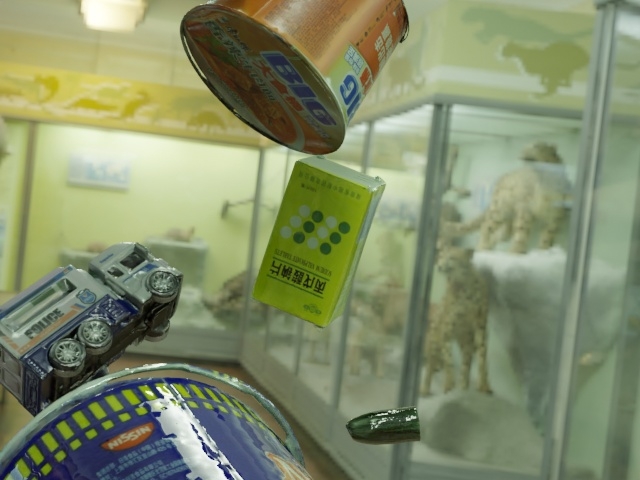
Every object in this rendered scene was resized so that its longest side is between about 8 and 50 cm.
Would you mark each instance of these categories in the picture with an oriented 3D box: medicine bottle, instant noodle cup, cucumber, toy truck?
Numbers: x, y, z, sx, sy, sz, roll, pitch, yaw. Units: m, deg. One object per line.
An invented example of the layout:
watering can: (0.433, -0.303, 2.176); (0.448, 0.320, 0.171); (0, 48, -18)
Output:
medicine bottle: (0.000, 0.000, 1.781); (0.137, 0.250, 0.141); (21, 12, 9)
instant noodle cup: (-0.023, -0.293, 1.588); (0.296, 0.214, 0.296); (33, -22, 15)
instant noodle cup: (-0.061, 0.258, 0.682); (0.284, 0.284, 0.312); (6, 11, -31)
cucumber: (0.084, 0.248, 1.468); (0.105, 0.048, 0.048); (-5, 4, -14)
toy truck: (-0.326, 0.108, 1.531); (0.155, 0.124, 0.268); (37, 50, 16)
